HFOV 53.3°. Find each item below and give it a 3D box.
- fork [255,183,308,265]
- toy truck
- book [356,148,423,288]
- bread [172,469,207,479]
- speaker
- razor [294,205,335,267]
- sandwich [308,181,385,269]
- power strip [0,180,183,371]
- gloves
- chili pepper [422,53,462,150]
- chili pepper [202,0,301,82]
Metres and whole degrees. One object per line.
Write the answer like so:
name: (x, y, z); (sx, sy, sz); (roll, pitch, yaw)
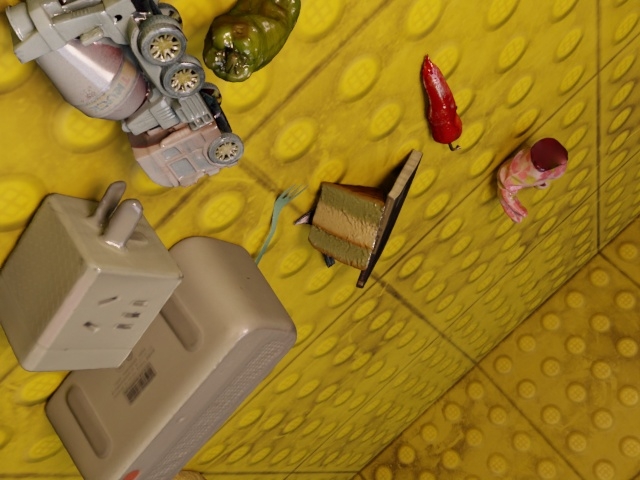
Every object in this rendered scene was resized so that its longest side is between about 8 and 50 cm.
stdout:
fork: (-0.088, -0.006, 1.041); (0.039, 0.021, 0.235); (0, 133, -44)
toy truck: (-0.185, -0.156, 0.645); (0.140, 0.108, 0.257); (-26, 148, -1)
book: (0.123, -0.037, 1.166); (0.160, 0.024, 0.228); (-58, 169, -46)
bread: (-0.266, 0.715, 1.435); (0.165, 0.375, 0.236); (-43, 148, 7)
speaker: (-0.229, 0.204, 0.985); (0.406, 0.184, 0.183); (-49, 151, 12)
razor: (0.003, 0.004, 1.149); (0.066, 0.033, 0.190); (-36, 151, -9)
sandwich: (0.088, -0.023, 1.068); (0.187, 0.144, 0.117); (1, 109, -51)
power strip: (-0.265, 0.031, 0.757); (0.224, 0.139, 0.140); (-51, 148, 16)
gloves: (0.453, -0.134, 1.420); (0.145, 0.126, 0.241); (-52, 180, -24)
chili pepper: (0.211, -0.217, 1.082); (0.059, 0.051, 0.268); (-26, 150, 6)
chili pepper: (-0.080, -0.207, 0.652); (0.204, 0.072, 0.073); (-64, 170, -46)
